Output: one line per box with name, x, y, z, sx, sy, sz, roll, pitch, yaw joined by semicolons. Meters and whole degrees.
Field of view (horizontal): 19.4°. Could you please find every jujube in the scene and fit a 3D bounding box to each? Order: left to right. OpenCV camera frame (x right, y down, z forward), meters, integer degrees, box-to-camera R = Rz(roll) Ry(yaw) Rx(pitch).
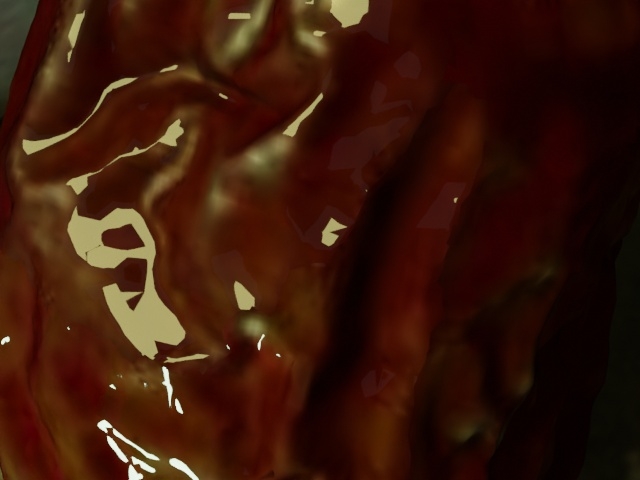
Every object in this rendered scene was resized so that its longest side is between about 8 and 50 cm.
jujube;-0.001;0.001;0.773;0.276;0.276;0.376;28;107;41

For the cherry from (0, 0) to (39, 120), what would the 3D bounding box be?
cherry;-0.246;-0.201;1.082;0.291;0.326;0.335;34;125;23
